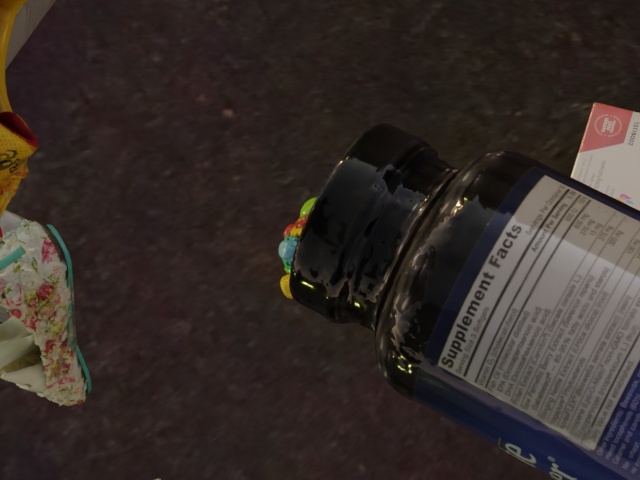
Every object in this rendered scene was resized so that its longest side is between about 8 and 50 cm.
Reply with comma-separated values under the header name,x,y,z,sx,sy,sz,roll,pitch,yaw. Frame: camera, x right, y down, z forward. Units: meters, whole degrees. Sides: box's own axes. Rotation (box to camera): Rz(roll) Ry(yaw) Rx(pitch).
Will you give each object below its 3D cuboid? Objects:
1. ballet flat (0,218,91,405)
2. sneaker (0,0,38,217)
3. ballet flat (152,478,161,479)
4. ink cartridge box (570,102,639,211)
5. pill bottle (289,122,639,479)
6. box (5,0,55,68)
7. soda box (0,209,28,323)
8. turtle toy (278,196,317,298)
name,x,y,z,sx,sy,sz,roll,pitch,yaw
ballet flat,-0.237,0.069,1.142,0.077,0.241,0.091,-28,60,-21
sneaker,-0.132,-0.014,0.468,0.067,0.064,0.175,10,96,12
ballet flat,-0.153,0.308,1.508,0.106,0.316,0.107,-64,34,23
ink cartridge box,0.338,-0.047,1.340,0.198,0.067,0.115,15,64,12
pill bottle,0.102,0.035,0.627,0.219,0.123,0.123,28,104,17
box,-0.394,-0.214,1.136,0.322,0.232,0.058,19,124,-3
soda box,-0.400,0.028,1.711,0.098,0.286,0.091,26,76,-3
turtle toy,0.000,0.000,1.414,0.095,0.130,0.066,-23,107,13
